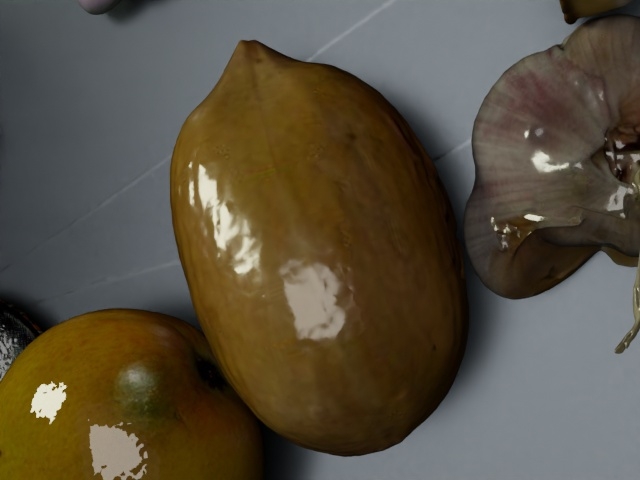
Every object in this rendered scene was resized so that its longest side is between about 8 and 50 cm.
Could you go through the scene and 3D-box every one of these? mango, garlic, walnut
[{"bbox_3d":[-0.158,0.199,1.273,0.211,0.173,0.317,27,108,12],"label":"mango"},{"bbox_3d":[0.210,-0.015,1.185,0.207,0.207,0.257,-32,47,11],"label":"garlic"},{"bbox_3d":[0.000,0.000,1.222,0.203,0.203,0.298,-16,86,12],"label":"walnut"}]

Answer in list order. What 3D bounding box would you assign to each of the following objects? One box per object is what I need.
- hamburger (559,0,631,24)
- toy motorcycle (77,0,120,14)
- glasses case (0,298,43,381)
[{"bbox_3d":[0.183,-0.301,1.127,0.186,0.261,0.303,-24,129,14],"label":"hamburger"},{"bbox_3d":[-0.140,-0.242,1.312,0.225,0.073,0.152,3,93,14],"label":"toy motorcycle"},{"bbox_3d":[-0.302,0.162,1.354,0.103,0.067,0.267,35,97,3],"label":"glasses case"}]
